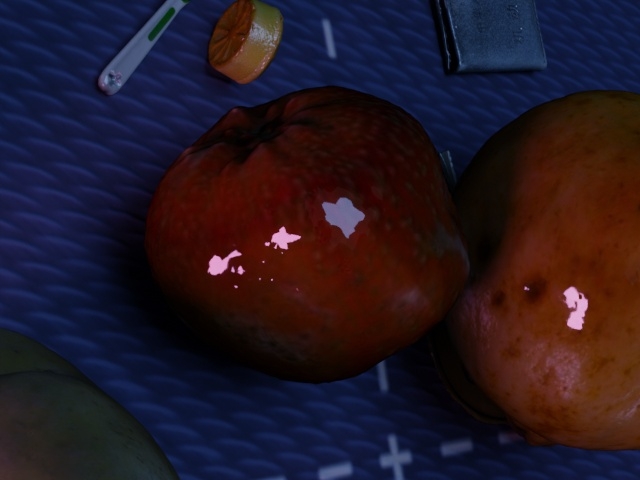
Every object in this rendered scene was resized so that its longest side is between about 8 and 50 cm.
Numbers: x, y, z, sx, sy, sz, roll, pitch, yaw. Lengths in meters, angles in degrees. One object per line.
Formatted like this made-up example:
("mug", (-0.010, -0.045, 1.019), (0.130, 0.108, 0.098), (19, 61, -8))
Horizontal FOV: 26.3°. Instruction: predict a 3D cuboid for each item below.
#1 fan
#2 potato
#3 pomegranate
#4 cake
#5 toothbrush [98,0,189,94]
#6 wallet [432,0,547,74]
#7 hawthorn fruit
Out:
("fan", (0.187, 0.060, 1.528), (0.230, 0.011, 0.335), (-19, 91, -41))
("potato", (-0.210, 0.211, 0.984), (0.221, 0.326, 0.243), (-50, 154, 1))
("pomegranate", (0.289, 0.053, 1.401), (0.410, 0.410, 0.410), (12, 71, -37))
("cake", (-0.072, -0.195, 1.335), (0.044, 0.084, 0.084), (21, 65, -31))
("toothbrush", (-0.134, -0.248, 1.336), (0.030, 0.030, 0.304), (45, 56, -22))
("wallet", (0.189, -0.305, 1.615), (0.167, 0.036, 0.222), (-6, 83, -41))
("hawthorn fruit", (0.000, 0.000, 1.229), (0.300, 0.275, 0.275), (41, 55, -36))
